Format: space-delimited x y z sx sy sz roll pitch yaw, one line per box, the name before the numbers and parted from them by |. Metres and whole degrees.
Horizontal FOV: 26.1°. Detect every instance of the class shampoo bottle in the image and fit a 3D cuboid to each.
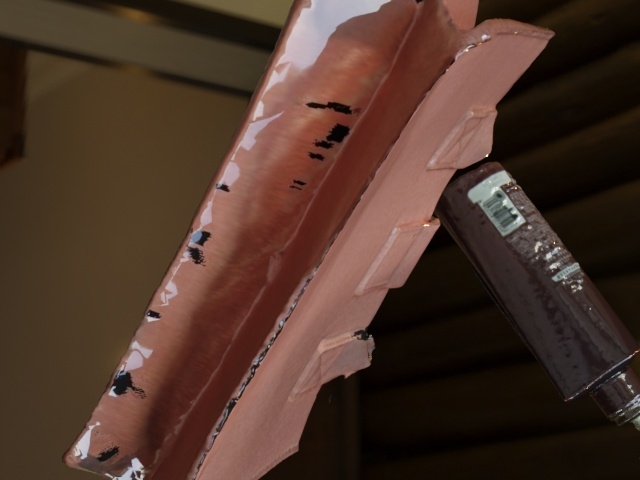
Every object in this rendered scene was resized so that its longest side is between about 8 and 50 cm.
shampoo bottle | 0.169 0.053 0.947 0.068 0.067 0.236 -35 -101 4

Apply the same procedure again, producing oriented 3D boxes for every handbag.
handbag | 0.000 0.000 0.510 0.059 0.157 0.212 34 -73 14
